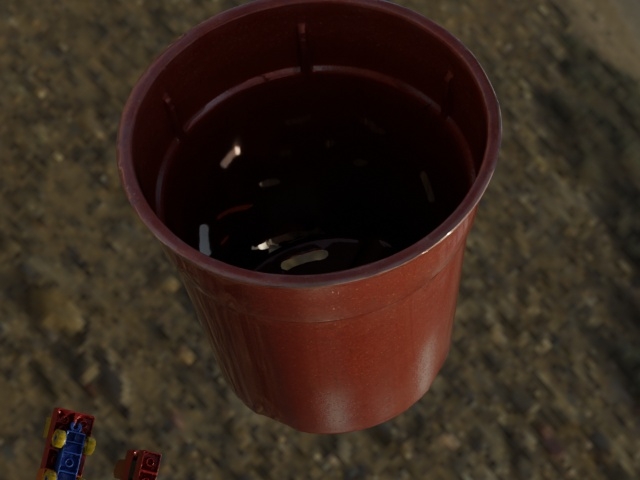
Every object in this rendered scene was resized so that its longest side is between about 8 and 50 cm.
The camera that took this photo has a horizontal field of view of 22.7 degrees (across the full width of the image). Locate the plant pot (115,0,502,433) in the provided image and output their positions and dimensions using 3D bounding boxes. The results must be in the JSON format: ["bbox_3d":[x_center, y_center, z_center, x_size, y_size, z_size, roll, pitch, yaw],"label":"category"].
[{"bbox_3d":[0.000,0.000,1.225,0.265,0.272,0.272,83,-19,-53],"label":"plant pot"}]

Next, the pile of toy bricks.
[{"bbox_3d":[-0.202,0.242,1.228,0.118,0.212,0.105,19,-15,-28],"label":"pile of toy bricks"}]
